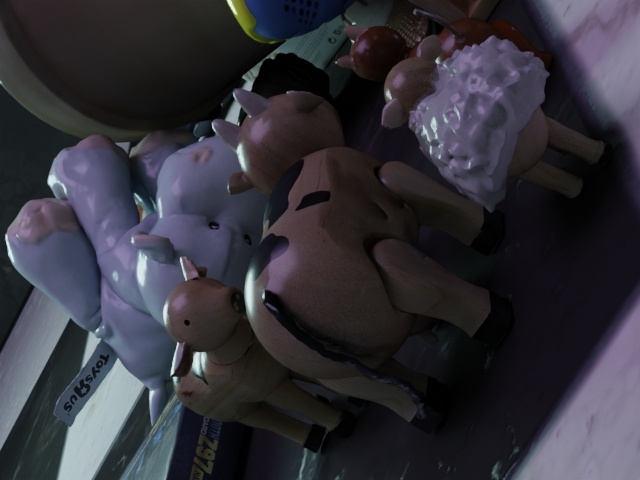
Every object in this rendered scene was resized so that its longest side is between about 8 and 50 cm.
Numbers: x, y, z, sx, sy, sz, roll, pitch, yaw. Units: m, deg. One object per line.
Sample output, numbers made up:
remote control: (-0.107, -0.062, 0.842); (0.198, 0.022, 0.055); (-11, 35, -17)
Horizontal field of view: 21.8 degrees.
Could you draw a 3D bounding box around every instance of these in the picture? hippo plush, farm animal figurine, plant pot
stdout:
hippo plush: (-0.146, 0.011, 1.439); (0.294, 0.234, 0.236); (-68, 12, -19)
farm animal figurine: (0.000, 0.000, 1.002); (0.330, 0.172, 0.327); (-62, 13, 12)
plant pot: (-0.125, -0.268, 1.500); (0.280, 0.323, 0.323); (-10, 53, 49)

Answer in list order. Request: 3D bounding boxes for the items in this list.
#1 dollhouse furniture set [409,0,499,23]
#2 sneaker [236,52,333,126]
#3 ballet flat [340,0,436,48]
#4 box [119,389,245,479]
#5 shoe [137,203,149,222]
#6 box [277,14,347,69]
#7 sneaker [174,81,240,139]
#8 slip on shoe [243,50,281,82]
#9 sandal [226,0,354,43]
dollhouse furniture set: (0.101, -0.269, 1.231); (0.151, 0.123, 0.144); (-57, 15, 31)
sneaker: (-0.051, -0.095, 1.620); (0.130, 0.087, 0.227); (-58, -3, -44)
ballet flat: (0.047, -0.185, 1.416); (0.073, 0.067, 0.206); (-63, 13, 9)
box: (-0.136, 0.231, 1.369); (0.232, 0.059, 0.183); (-57, 15, 34)
shoe: (-0.218, 0.002, 2.192); (0.219, 0.058, 0.076); (-88, -5, -70)
box: (-0.013, -0.250, 1.716); (0.101, 0.102, 0.087); (-49, 23, 52)
sneaker: (-0.171, -0.213, 2.286); (0.126, 0.128, 0.321); (-75, -9, -61)
slip on shoe: (-0.012, -0.325, 1.844); (0.101, 0.123, 0.331); (-76, 11, -55)
sandal: (0.037, -0.270, 1.353); (0.138, 0.126, 0.317); (-7, 32, 46)
